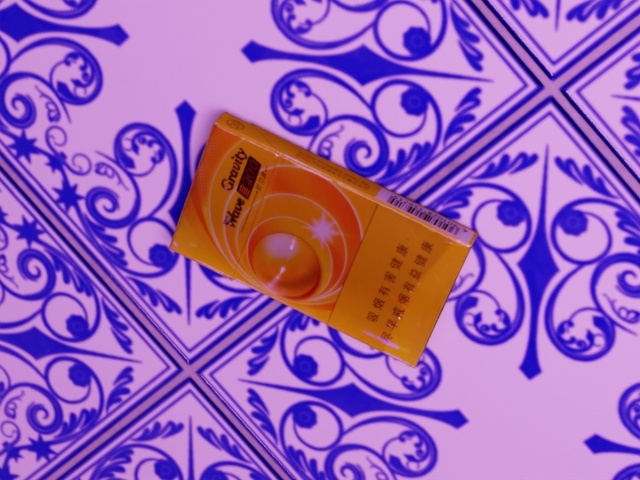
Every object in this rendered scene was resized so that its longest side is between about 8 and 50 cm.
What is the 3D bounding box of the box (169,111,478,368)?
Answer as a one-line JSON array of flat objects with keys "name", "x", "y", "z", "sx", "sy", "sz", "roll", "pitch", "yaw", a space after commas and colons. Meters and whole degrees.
[{"name": "box", "x": 0.000, "y": 0.000, "z": 1.660, "sx": 0.269, "sy": 0.043, "sz": 0.152, "roll": 27, "pitch": 119, "yaw": 7}]
